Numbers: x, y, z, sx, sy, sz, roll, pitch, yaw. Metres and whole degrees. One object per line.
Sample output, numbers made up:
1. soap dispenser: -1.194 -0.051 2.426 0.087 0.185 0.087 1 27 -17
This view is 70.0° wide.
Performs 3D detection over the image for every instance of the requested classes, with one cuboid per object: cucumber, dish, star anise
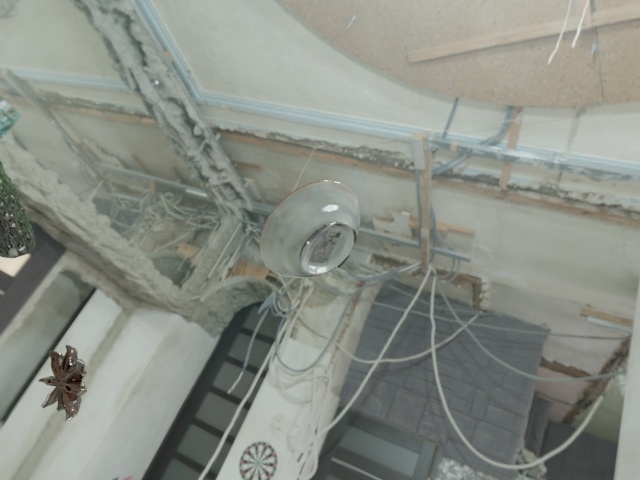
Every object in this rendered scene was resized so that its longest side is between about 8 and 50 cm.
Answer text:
1. cucumber: -0.410 -0.053 0.570 0.058 0.058 0.187 21 -41 12
2. dish: 0.000 0.000 1.022 0.085 0.260 0.260 48 -5 42
3. star anise: -0.475 0.263 0.858 0.141 0.141 0.042 10 1 32
